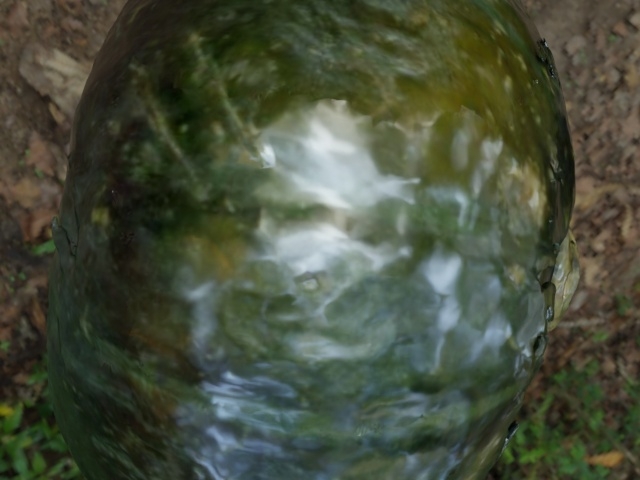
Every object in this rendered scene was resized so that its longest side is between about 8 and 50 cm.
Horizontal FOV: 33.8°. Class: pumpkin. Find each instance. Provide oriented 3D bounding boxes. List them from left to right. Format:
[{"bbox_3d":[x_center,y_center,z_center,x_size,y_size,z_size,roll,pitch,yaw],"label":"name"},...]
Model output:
[{"bbox_3d":[0.000,0.000,0.717,0.344,0.454,0.454,10,135,0],"label":"pumpkin"}]
